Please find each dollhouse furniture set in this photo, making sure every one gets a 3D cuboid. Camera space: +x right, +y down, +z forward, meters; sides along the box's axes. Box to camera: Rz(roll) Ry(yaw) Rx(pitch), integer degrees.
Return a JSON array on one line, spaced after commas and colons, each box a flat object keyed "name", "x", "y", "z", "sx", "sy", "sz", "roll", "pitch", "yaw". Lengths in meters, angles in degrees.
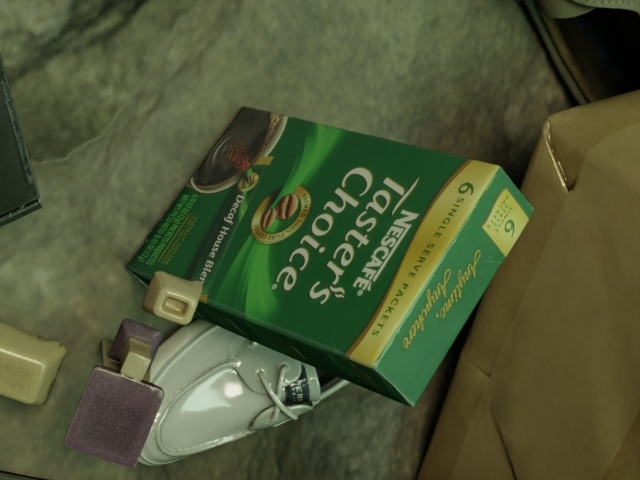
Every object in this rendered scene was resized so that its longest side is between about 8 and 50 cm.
[{"name": "dollhouse furniture set", "x": -0.126, "y": 0.038, "z": 0.696, "sx": 0.114, "sy": 0.081, "sz": 0.091, "roll": 21, "pitch": 98, "yaw": -11}]

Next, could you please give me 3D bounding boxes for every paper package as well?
[{"name": "paper package", "x": 0.257, "y": 0.054, "z": 0.898, "sx": 0.325, "sy": 0.168, "sz": 0.309, "roll": -18, "pitch": 135, "yaw": -39}]

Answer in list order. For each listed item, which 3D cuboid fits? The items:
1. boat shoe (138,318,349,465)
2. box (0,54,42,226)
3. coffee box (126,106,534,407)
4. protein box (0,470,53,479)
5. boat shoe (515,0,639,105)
[{"name": "boat shoe", "x": -0.023, "y": 0.070, "z": 0.779, "sx": 0.184, "sy": 0.063, "sz": 0.066, "roll": -23, "pitch": 117, "yaw": -36}, {"name": "box", "x": -0.218, "y": -0.065, "z": 0.576, "sx": 0.184, "sy": 0.045, "sz": 0.191, "roll": -27, "pitch": 120, "yaw": -31}, {"name": "coffee box", "x": 0.000, "y": 0.000, "z": 0.695, "sx": 0.113, "sy": 0.184, "sz": 0.040, "roll": -55, "pitch": 133, "yaw": -14}, {"name": "protein box", "x": -0.112, "y": 0.230, "z": 0.653, "sx": 0.136, "sy": 0.201, "sz": 0.200, "roll": 22, "pitch": 88, "yaw": -44}, {"name": "boat shoe", "x": 0.159, "y": -0.161, "z": 0.842, "sx": 0.305, "sy": 0.109, "sz": 0.091, "roll": 48, "pitch": 66, "yaw": -44}]
